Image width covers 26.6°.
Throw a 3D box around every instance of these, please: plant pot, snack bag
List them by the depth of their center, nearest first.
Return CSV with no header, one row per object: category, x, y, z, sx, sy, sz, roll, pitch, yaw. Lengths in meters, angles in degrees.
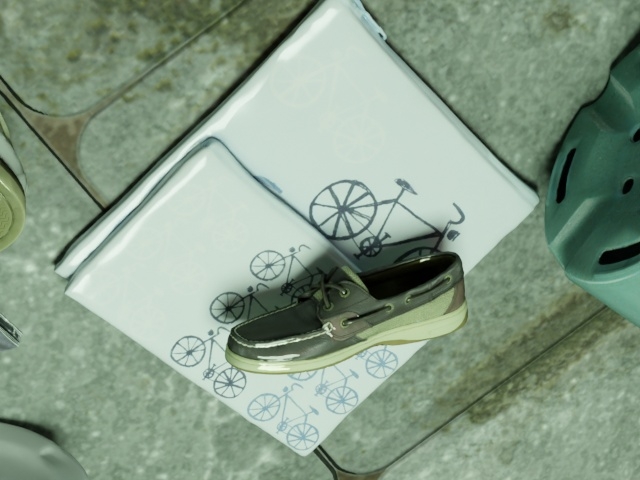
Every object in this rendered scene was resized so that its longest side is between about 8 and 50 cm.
plant pot,0.399,-0.007,1.168,0.334,0.341,0.341,27,106,-24
snack bag,0.000,0.000,1.173,0.342,0.037,0.323,-44,124,6

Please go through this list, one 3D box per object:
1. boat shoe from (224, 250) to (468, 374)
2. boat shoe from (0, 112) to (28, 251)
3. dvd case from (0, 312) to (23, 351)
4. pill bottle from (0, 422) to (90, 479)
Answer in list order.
boat shoe,0.023,0.055,1.147,0.223,0.080,0.073,-11,115,-21
boat shoe,-0.312,-0.121,0.940,0.113,0.103,0.302,-24,126,6
dvd case,-0.351,0.025,1.003,0.164,0.018,0.221,-15,131,31
pill bottle,-0.305,0.312,1.153,0.161,0.161,0.283,9,114,-26
